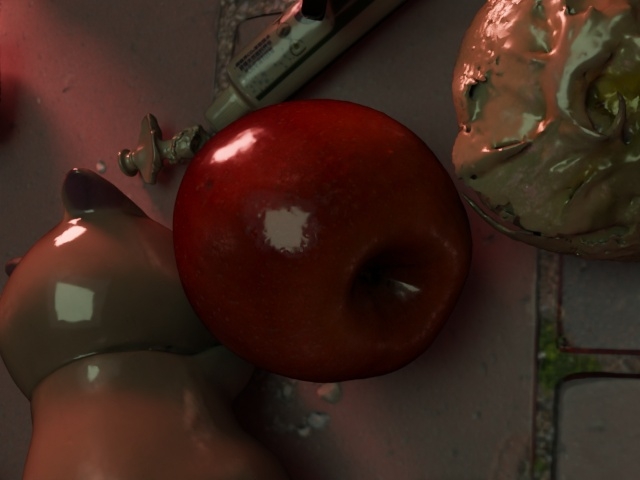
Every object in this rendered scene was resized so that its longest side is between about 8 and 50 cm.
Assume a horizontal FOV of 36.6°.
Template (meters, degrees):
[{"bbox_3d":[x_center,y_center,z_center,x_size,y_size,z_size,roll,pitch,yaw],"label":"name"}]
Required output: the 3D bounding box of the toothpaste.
[{"bbox_3d":[0.041,-0.229,0.862,0.392,0.061,0.098,-39,63,14],"label":"toothpaste"}]

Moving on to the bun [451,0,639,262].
[{"bbox_3d":[0.199,-0.094,0.674,0.239,0.141,0.239,2,96,19],"label":"bun"}]

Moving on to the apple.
[{"bbox_3d":[0.000,0.000,0.747,0.218,0.218,0.201,-60,38,6],"label":"apple"}]

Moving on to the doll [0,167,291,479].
[{"bbox_3d":[-0.155,0.150,0.815,0.215,0.226,0.370,-45,47,49],"label":"doll"}]

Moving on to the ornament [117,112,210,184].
[{"bbox_3d":[-0.160,-0.089,0.955,0.092,0.041,0.068,15,90,30],"label":"ornament"}]

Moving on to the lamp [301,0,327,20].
[{"bbox_3d":[0.151,-0.219,0.734,0.371,0.108,0.130,10,90,18],"label":"lamp"}]
